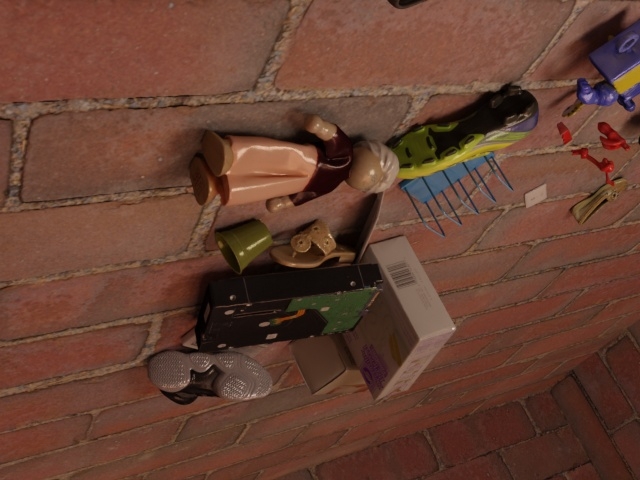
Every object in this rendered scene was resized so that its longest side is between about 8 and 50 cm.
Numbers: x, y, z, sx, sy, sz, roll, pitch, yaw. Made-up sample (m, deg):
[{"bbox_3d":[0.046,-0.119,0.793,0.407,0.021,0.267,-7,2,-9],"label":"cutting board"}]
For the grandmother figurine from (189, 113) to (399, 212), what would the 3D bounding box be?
[{"bbox_3d":[-0.026,-0.108,1.270,0.342,0.104,0.208,-5,156,-32],"label":"grandmother figurine"}]

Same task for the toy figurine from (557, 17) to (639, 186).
[{"bbox_3d":[0.558,-0.286,1.362,0.362,0.191,0.217,-34,148,13],"label":"toy figurine"}]

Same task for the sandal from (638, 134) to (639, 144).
[{"bbox_3d":[0.739,-0.255,1.760,0.219,0.060,0.090,-25,165,-39],"label":"sandal"}]

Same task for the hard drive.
[{"bbox_3d":[-0.067,0.132,1.614,0.338,0.064,0.237,-5,154,-18],"label":"hard drive"}]

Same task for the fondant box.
[{"bbox_3d":[0.152,0.179,1.815,0.096,0.238,0.330,-15,153,-23],"label":"fondant box"}]

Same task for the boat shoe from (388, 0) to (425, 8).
[{"bbox_3d":[0.208,-0.359,1.009,0.335,0.096,0.112,-19,154,-14],"label":"boat shoe"}]

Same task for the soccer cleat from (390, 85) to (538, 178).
[{"bbox_3d":[0.247,-0.164,1.415,0.289,0.093,0.121,-25,150,-5],"label":"soccer cleat"}]

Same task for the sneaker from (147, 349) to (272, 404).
[{"bbox_3d":[-0.244,0.307,1.800,0.268,0.101,0.153,9,156,-8],"label":"sneaker"}]

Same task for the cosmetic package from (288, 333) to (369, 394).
[{"bbox_3d":[0.080,0.295,2.073,0.129,0.153,0.296,-41,150,26],"label":"cosmetic package"}]

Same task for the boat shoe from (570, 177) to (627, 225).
[{"bbox_3d":[0.693,-0.096,2.018,0.153,0.048,0.056,-34,154,17],"label":"boat shoe"}]

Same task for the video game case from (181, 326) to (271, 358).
[{"bbox_3d":[-0.165,0.190,1.757,0.183,0.023,0.201,-38,142,23],"label":"video game case"}]

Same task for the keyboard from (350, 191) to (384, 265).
[{"bbox_3d":[0.087,-0.001,1.615,0.014,0.072,0.256,12,146,-5],"label":"keyboard"}]

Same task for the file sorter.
[{"bbox_3d":[0.261,-0.099,1.546,0.170,0.104,0.118,-35,154,18],"label":"file sorter"}]

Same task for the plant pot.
[{"bbox_3d":[-0.128,0.003,1.420,0.079,0.083,0.083,-31,158,-20],"label":"plant pot"}]

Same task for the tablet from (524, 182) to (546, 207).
[{"bbox_3d":[0.492,-0.101,1.872,0.054,0.006,0.083,-28,154,5],"label":"tablet"}]

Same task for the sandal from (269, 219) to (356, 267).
[{"bbox_3d":[-0.005,-0.003,1.544,0.240,0.088,0.079,0,114,-54],"label":"sandal"}]

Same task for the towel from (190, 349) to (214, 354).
[{"bbox_3d":[-0.258,0.255,1.844,0.060,0.009,0.083,-25,155,-3],"label":"towel"}]
